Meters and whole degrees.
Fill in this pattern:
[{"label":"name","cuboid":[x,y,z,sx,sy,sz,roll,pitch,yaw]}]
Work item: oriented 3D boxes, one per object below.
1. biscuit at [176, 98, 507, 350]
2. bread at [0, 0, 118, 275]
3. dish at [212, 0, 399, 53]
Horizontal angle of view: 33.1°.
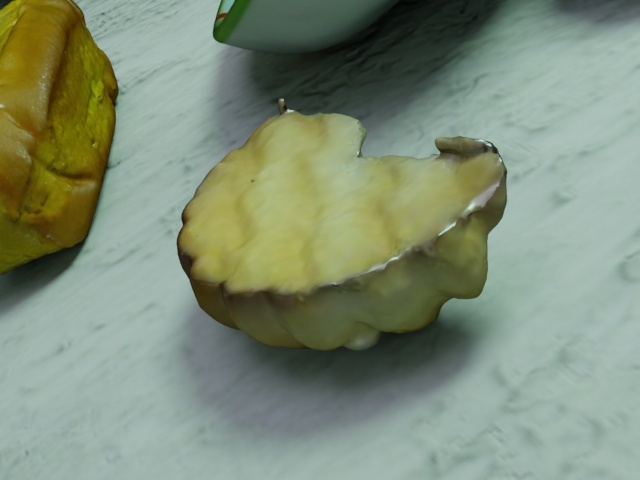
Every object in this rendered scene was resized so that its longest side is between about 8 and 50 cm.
[{"label":"biscuit","cuboid":[0.000,0.000,0.472,0.118,0.061,0.183,-41,33,-14]},{"label":"bread","cuboid":[-0.184,-0.074,0.678,0.094,0.102,0.246,-28,31,15]},{"label":"dish","cuboid":[0.054,-0.243,0.636,0.324,0.124,0.324,-157,90,-78]}]
